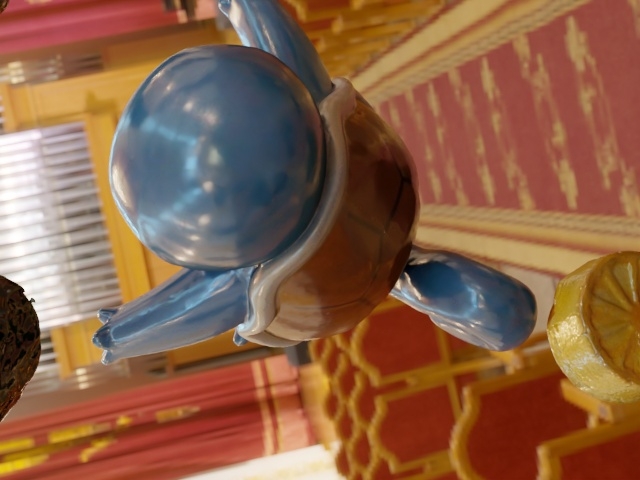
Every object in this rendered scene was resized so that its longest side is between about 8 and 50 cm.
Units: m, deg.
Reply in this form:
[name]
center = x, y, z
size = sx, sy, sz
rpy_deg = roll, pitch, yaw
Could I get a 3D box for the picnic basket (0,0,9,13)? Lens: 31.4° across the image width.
[picnic basket]
center = -0.291, -0.185, 0.701
size = 0.055, 0.193, 0.110
rpy_deg = -57, -11, 16

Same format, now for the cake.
[cake]
center = 0.167, 0.048, 0.633
size = 0.044, 0.084, 0.084
rpy_deg = 135, 124, -66

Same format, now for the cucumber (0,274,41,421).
[cucumber]
center = -0.156, 0.082, 0.365
size = 0.215, 0.052, 0.058
rpy_deg = -62, -17, -62

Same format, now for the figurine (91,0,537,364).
[figurine]
center = -0.021, -0.011, 0.846
size = 0.243, 0.298, 0.416
rpy_deg = 28, 179, 42
